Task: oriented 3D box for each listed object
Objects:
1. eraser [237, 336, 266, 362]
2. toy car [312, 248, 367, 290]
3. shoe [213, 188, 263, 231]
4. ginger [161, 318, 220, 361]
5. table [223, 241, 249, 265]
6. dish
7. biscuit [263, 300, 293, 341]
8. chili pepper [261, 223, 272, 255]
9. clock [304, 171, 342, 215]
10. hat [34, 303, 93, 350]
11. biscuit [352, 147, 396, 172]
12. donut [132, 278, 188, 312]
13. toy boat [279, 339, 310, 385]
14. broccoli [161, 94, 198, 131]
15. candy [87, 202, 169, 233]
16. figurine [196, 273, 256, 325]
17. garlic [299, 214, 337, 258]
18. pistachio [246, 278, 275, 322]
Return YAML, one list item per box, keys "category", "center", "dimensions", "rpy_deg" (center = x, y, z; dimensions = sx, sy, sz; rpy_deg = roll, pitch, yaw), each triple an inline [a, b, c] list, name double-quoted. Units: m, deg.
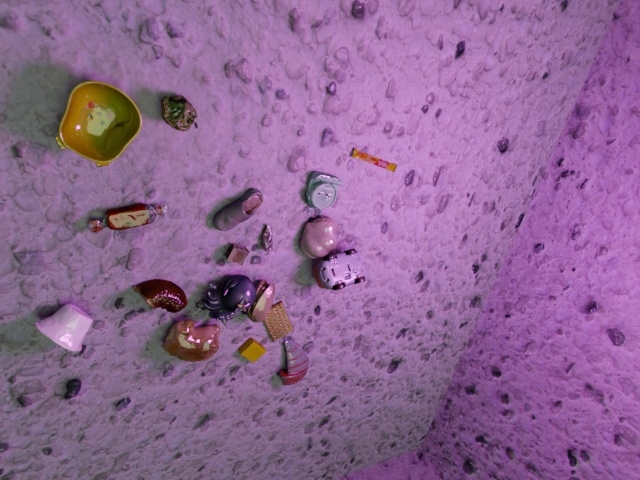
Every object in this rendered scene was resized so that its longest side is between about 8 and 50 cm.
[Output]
- category: "eraser"
  center: [-0.362, 0.583, 2.171]
  dimensions: [0.097, 0.045, 0.122]
  rpy_deg: [-44, 131, -3]
- category: "toy car"
  center: [0.092, 0.161, 2.120]
  dimensions: [0.271, 0.212, 0.180]
  rpy_deg: [-14, 83, -28]
- category: "shoe"
  center: [-0.341, -0.122, 1.757]
  dimensions: [0.251, 0.100, 0.103]
  rpy_deg: [-42, 130, -9]
- category: "ginger"
  center: [-0.595, 0.456, 1.904]
  dimensions: [0.276, 0.130, 0.221]
  rpy_deg: [-15, 114, -31]
- category: "table"
  center: [-0.384, 0.060, 1.854]
  dimensions: [0.083, 0.062, 0.079]
  rpy_deg: [22, 103, -38]
- category: "dish"
  center: [-0.736, -0.393, 1.355]
  dimensions: [0.221, 0.108, 0.262]
  rpy_deg: [29, 97, -39]
- category: "biscuit"
  center: [-0.233, 0.436, 2.187]
  dimensions: [0.139, 0.016, 0.231]
  rpy_deg: [-28, 127, -16]
- category: "chili pepper"
  center: [-0.250, -0.005, 1.917]
  dimensions: [0.050, 0.041, 0.153]
  rpy_deg: [-15, 108, -48]
- category: "clock"
  center: [0.006, -0.215, 1.943]
  dimensions: [0.160, 0.066, 0.210]
  rpy_deg: [7, 112, -33]
- category: "hat"
  center: [-0.973, 0.325, 1.582]
  dimensions: [0.126, 0.203, 0.203]
  rpy_deg: [-53, 131, -15]
- category: "biscuit"
  center: [0.270, -0.396, 2.032]
  dimensions: [0.292, 0.026, 0.048]
  rpy_deg: [11, 90, -36]
- category: "donut"
  center: [-0.674, 0.235, 1.740]
  dimensions: [0.144, 0.126, 0.186]
  rpy_deg: [-42, 130, -14]
- category: "toy boat"
  center: [-0.153, 0.680, 2.346]
  dimensions: [0.206, 0.096, 0.282]
  rpy_deg: [-17, 111, -31]
- category: "broccoli"
  center: [-0.502, -0.456, 1.459]
  dimensions: [0.130, 0.120, 0.131]
  rpy_deg: [-15, 91, -48]
- category: "candy"
  center: [-0.728, -0.089, 1.561]
  dimensions: [0.292, 0.059, 0.086]
  rpy_deg: [-15, 119, -25]
- category: "figurine"
  center: [-0.423, 0.274, 1.890]
  dimensions: [0.265, 0.197, 0.175]
  rpy_deg: [-49, 166, -3]
- category: "garlic"
  center: [0.000, 0.000, 2.013]
  dimensions: [0.178, 0.142, 0.229]
  rpy_deg: [17, 114, -39]
- category: "pistachio"
  center: [-0.296, 0.299, 2.007]
  dimensions: [0.152, 0.126, 0.223]
  rpy_deg: [-9, 121, -67]
